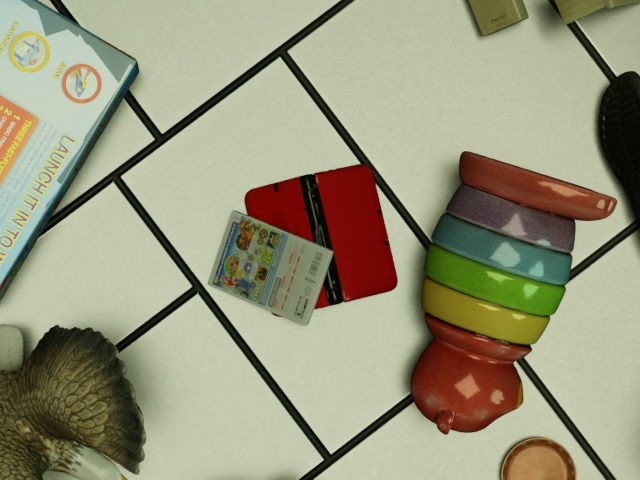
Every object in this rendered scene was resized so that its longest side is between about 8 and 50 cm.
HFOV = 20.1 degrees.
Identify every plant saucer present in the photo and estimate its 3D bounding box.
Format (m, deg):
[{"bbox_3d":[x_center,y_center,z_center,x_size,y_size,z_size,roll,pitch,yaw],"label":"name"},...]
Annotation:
[{"bbox_3d":[0.238,0.256,1.972,0.083,0.013,0.084,0,89,-3],"label":"plant saucer"}]

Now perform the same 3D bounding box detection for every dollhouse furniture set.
[{"bbox_3d":[0.250,-0.298,1.984,0.151,0.123,0.144,-22,89,31],"label":"dollhouse furniture set"}]

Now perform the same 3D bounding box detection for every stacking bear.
[{"bbox_3d":[0.181,0.065,1.910,0.164,0.175,0.289,17,95,-5],"label":"stacking bear"}]

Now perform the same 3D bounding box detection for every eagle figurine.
[{"bbox_3d":[-0.280,0.197,1.802,0.225,0.298,0.226,-1,88,-3],"label":"eagle figurine"}]

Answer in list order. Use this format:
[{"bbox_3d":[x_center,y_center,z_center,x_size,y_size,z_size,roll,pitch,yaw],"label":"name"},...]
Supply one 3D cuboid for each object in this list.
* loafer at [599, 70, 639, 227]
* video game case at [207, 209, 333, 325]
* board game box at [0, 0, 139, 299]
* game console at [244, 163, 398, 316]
[{"bbox_3d":[0.371,-0.080,1.969,0.078,0.080,0.220,-15,88,-36],"label":"loafer"},{"bbox_3d":[-0.054,0.029,1.935,0.122,0.011,0.087,22,101,17],"label":"video game case"},{"bbox_3d":[-0.398,-0.135,1.912,0.302,0.086,0.308,32,87,-2],"label":"board game box"},{"bbox_3d":[0.000,0.000,1.967,0.124,0.085,0.144,-14,88,27],"label":"game console"}]
